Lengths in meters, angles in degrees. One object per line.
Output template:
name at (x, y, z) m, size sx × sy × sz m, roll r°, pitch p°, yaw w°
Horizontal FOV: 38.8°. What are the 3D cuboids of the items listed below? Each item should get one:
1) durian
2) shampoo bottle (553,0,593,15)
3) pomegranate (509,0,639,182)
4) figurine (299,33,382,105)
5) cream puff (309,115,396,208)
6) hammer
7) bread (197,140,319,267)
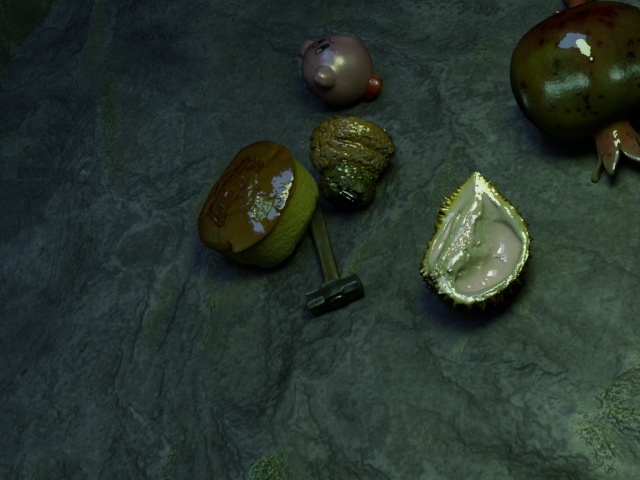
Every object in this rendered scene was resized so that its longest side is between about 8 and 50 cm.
durian at (0.279, 0.023, 1.626) m, size 0.183 × 0.138 × 0.249 m, roll 19°, pitch 69°, yaw 6°
shampoo bottle at (0.573, -0.572, 2.018) m, size 0.085 × 0.085 × 0.244 m, roll -3°, pitch 50°, yaw 27°
pomegranate at (0.522, -0.290, 1.715) m, size 0.291 × 0.323 × 0.291 m, roll -34°, pitch 10°, yaw 7°
figurine at (0.038, -0.397, 2.102) m, size 0.173 × 0.173 × 0.173 m, roll -16°, pitch 46°, yaw 17°
cream puff at (0.058, -0.146, 1.879) m, size 0.183 × 0.183 × 0.168 m, roll -2°, pitch 67°, yaw 28°
hammer at (0.000, 0.000, 1.872) m, size 0.111 × 0.043 × 0.365 m, roll -25°, pitch 42°, yaw 10°
bread at (-0.133, -0.074, 1.898) m, size 0.270 × 0.148 × 0.269 m, roll -24°, pitch 49°, yaw 31°
